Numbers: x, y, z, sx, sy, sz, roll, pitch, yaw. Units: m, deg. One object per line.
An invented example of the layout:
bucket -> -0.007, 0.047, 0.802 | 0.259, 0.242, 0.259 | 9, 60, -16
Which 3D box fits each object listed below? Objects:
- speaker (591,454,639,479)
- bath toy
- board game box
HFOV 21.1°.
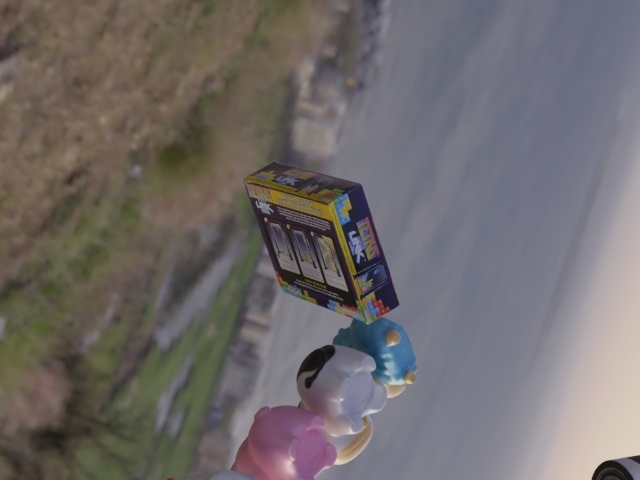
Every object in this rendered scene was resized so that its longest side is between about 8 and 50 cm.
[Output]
speaker -> 0.259, 0.172, 1.212 | 0.055, 0.136, 0.055 | 15, -73, 59
bath toy -> -0.038, 0.217, 1.849 | 0.348, 0.129, 0.151 | -41, 129, -37
board game box -> 0.000, 0.000, 1.782 | 0.048, 0.170, 0.141 | -28, 114, -25
